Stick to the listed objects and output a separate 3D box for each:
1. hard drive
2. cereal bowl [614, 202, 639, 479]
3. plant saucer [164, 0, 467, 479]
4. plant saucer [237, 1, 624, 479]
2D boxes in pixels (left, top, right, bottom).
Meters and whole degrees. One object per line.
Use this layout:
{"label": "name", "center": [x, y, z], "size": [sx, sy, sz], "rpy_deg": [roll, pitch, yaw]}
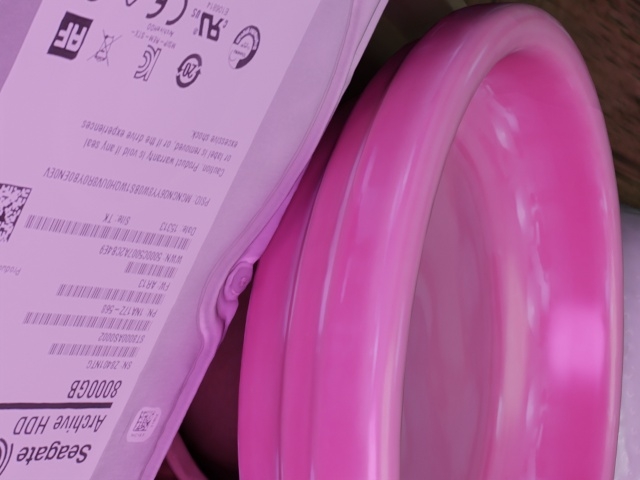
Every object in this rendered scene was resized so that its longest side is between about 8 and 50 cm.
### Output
{"label": "hard drive", "center": [-0.095, -0.016, 0.550], "size": [0.237, 0.064, 0.339], "rpy_deg": [10, 109, -61]}
{"label": "cereal bowl", "center": [0.181, 0.150, 1.005], "size": [0.339, 0.141, 0.339], "rpy_deg": [-20, 116, -48]}
{"label": "plant saucer", "center": [0.000, 0.000, 0.797], "size": [0.278, 0.041, 0.278], "rpy_deg": [-22, 119, -49]}
{"label": "plant saucer", "center": [0.054, 0.064, 0.736], "size": [0.332, 0.084, 0.332], "rpy_deg": [2, 90, -65]}
